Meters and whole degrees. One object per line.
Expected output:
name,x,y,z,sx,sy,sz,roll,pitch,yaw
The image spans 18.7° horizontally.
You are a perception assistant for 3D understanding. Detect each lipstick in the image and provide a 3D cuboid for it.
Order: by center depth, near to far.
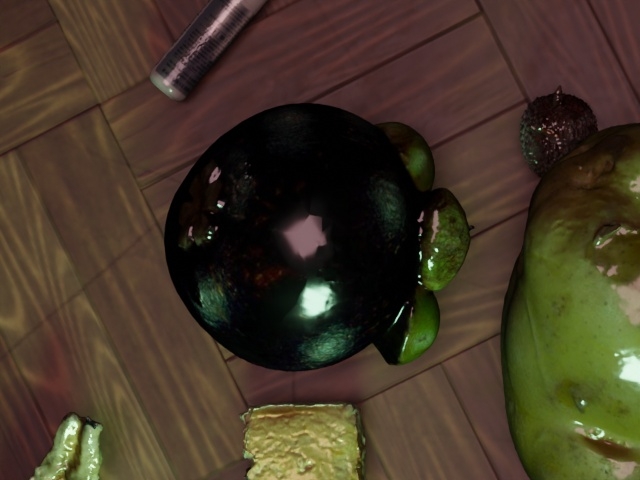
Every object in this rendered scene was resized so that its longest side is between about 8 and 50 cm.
lipstick,-0.090,-0.182,1.671,0.040,0.040,0.141,41,93,6

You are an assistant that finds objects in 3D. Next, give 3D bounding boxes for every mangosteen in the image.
mangosteen,0.000,0.000,1.582,0.243,0.243,0.242,0,89,7

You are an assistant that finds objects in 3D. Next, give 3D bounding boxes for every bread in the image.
bread,-0.013,0.200,1.638,0.106,0.082,0.125,-3,79,-4

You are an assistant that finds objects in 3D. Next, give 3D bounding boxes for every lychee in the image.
lychee,0.199,-0.088,1.621,0.067,0.068,0.083,3,106,-12

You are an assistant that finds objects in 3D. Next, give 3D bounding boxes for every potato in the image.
potato,0.242,0.078,1.546,0.218,0.202,0.351,26,115,33

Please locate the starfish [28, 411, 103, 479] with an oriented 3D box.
starfish,-0.257,0.325,1.660,0.432,0.082,0.323,-14,84,11
